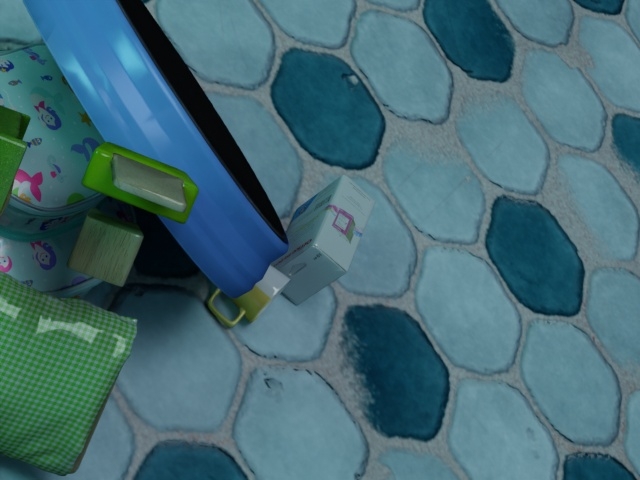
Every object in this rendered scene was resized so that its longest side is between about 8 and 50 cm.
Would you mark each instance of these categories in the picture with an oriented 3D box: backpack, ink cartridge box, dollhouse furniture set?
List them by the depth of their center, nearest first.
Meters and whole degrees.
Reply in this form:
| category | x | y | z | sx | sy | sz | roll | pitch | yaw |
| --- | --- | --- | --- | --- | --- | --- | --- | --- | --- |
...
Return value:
| category | x | y | z | sx | sy | sz | roll | pitch | yaw |
| --- | --- | --- | --- | --- | --- | --- | --- | --- | --- |
| dollhouse furniture set | -0.241 | 0.063 | 1.447 | 0.197 | 0.301 | 0.151 | 21 | 11 | -13 |
| backpack | -0.292 | -0.047 | 1.610 | 0.225 | 0.191 | 0.253 | -23 | 83 | -49 |
| ink cartridge box | 0.000 | 0.000 | 1.901 | 0.052 | 0.088 | 0.122 | 41 | 42 | -15 |

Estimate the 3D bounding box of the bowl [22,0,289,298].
| category | x | y | z | sx | sy | sz | roll | pitch | yaw |
| --- | --- | --- | --- | --- | --- | --- | --- | --- | --- |
| bowl | -0.157 | -0.127 | 1.693 | 0.391 | 0.077 | 0.391 | 57 | 3 | -4 |

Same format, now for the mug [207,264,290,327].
| category | x | y | z | sx | sy | sz | roll | pitch | yaw |
| --- | --- | --- | --- | --- | --- | --- | --- | --- | --- |
| mug | -0.078 | 0.046 | 1.823 | 0.064 | 0.062 | 0.078 | 43 | 34 | 3 |
